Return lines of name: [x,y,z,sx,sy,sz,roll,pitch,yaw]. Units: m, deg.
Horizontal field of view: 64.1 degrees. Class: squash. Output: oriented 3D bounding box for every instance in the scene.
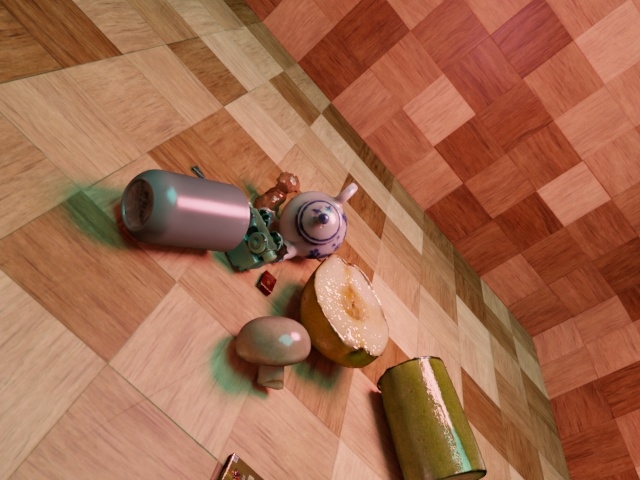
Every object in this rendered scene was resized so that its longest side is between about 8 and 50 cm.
squash: [0.354,0.610,1.687,0.263,0.263,0.384,28,34,-41]

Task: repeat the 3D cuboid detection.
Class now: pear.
pear: [0.050,0.251,1.705,0.340,0.191,0.386,32,33,-30]

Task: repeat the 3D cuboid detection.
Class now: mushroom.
mushroom: [-0.130,0.305,1.384,0.204,0.204,0.204,39,29,-27]

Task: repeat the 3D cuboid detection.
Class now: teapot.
teapot: [-0.018,-0.062,1.860,0.252,0.424,0.280,47,-15,-4]

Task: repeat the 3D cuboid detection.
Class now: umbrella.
umbrella: [-0.410,-0.227,1.737,0.083,0.020,0.031,52,26,-14]

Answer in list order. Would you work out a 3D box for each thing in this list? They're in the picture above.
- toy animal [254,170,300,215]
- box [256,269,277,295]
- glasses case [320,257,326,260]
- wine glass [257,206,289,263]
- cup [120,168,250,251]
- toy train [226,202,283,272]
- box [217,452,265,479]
toy animal: [-0.157,-0.162,1.882,0.104,0.185,0.184,47,27,-15]
box: [-0.174,0.138,1.665,0.051,0.023,0.082,45,27,-15]
glasses case: [0.000,0.000,2.095,0.083,0.050,0.196,35,31,-28]
wine glass: [-0.185,-0.020,1.754,0.122,0.122,0.183,32,28,-37]
cup: [-0.371,-0.082,1.407,0.312,0.205,0.205,9,49,-54]
toy train: [-0.222,-0.008,1.606,0.112,0.163,0.203,-1,60,-60]
box: [-0.171,0.558,1.153,0.133,0.023,0.090,47,25,-13]
